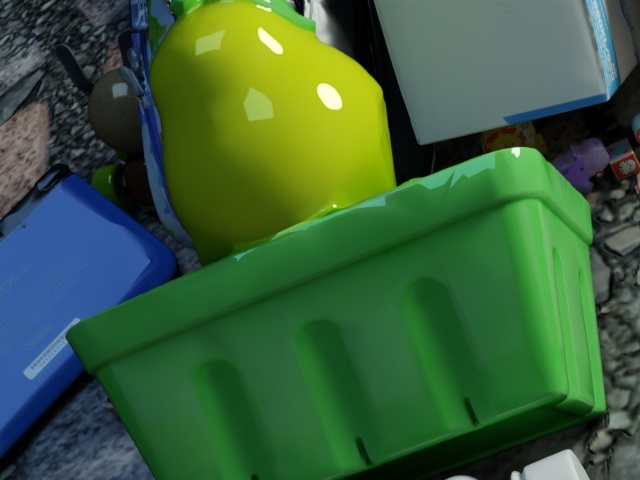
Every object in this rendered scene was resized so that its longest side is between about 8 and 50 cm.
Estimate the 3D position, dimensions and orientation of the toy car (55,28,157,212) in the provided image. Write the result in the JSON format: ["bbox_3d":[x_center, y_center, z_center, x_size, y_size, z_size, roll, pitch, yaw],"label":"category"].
[{"bbox_3d":[-0.177,-0.135,1.650,0.155,0.188,0.149,-12,43,26],"label":"toy car"}]

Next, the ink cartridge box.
[{"bbox_3d":[0.168,-0.203,1.419,0.171,0.168,0.232,-13,13,24],"label":"ink cartridge box"}]

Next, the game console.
[{"bbox_3d":[-0.307,0.083,1.645,0.250,0.173,0.293,37,73,19],"label":"game console"}]

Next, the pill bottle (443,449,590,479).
[{"bbox_3d":[0.083,0.231,1.112,0.229,0.131,0.131,-26,38,10],"label":"pill bottle"}]

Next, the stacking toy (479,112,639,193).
[{"bbox_3d":[0.252,-0.080,1.390,0.221,0.052,0.167,-26,38,10],"label":"stacking toy"}]

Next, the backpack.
[{"bbox_3d":[-0.028,-0.144,1.453,0.273,0.290,0.356,-34,65,36],"label":"backpack"}]

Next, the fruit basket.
[{"bbox_3d":[0.000,0.000,1.231,0.392,0.283,0.392,-4,78,19],"label":"fruit basket"}]

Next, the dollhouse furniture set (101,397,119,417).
[{"bbox_3d":[-0.147,0.089,1.474,0.091,0.081,0.114,-3,47,34],"label":"dollhouse furniture set"}]
